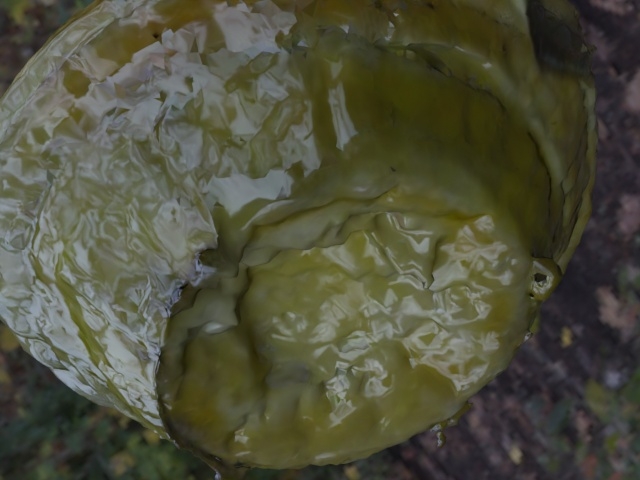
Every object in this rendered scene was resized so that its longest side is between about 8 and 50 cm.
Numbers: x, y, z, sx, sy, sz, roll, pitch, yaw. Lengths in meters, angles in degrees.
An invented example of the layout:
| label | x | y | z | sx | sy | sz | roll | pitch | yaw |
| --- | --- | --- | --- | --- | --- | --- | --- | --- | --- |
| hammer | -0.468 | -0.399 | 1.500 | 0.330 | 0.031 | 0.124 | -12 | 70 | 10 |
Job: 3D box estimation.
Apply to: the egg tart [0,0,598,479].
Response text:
| label | x | y | z | sx | sy | sz | roll | pitch | yaw |
| --- | --- | --- | --- | --- | --- | --- | --- | --- | --- |
| egg tart | 0.000 | 0.000 | 0.612 | 0.290 | 0.290 | 0.115 | 88 | 164 | -46 |
